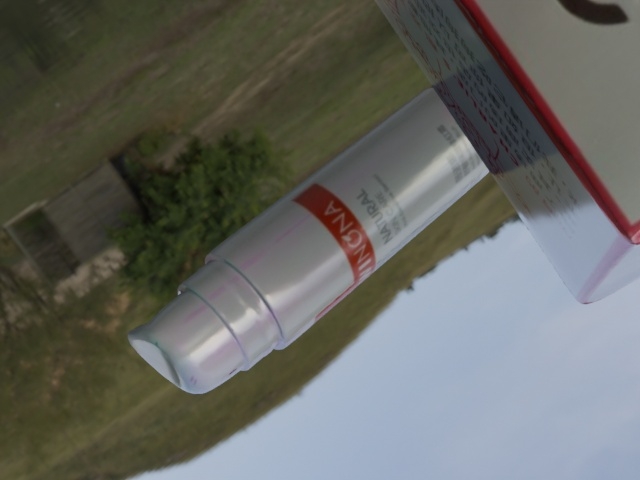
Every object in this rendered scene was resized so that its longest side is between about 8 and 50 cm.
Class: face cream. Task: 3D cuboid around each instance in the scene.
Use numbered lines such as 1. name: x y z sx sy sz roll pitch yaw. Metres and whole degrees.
1. face cream: 0.000 0.000 0.844 0.345 0.102 0.102 -40 -170 -23

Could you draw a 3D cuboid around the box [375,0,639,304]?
1. box: 0.190 -0.174 0.536 0.300 0.314 0.312 -33 167 4
